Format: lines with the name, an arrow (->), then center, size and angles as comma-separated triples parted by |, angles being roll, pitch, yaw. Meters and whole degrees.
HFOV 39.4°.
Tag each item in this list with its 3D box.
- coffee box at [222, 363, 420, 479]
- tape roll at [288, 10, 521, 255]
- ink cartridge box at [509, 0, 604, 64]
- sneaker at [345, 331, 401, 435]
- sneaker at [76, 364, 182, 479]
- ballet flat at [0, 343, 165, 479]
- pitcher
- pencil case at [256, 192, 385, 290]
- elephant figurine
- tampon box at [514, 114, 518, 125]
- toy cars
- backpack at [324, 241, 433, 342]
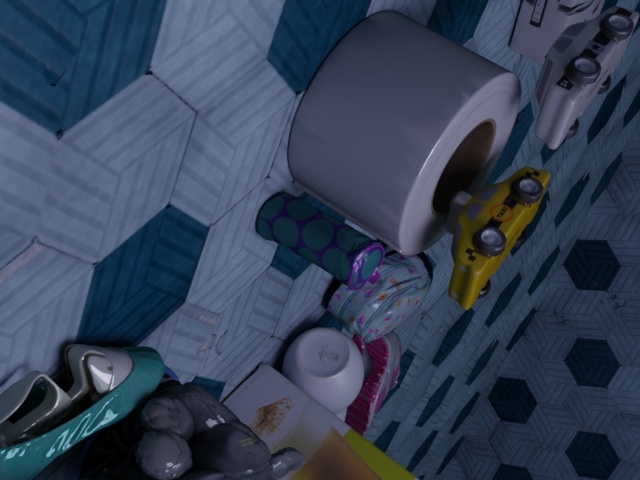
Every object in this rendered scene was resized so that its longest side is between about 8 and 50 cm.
coffee box -> -0.068, 0.459, 1.308 | 0.338, 0.334, 0.338 | -43, 153, -27
tape roll -> 0.102, -0.127, 1.065 | 0.246, 0.169, 0.246 | -45, 155, -27
ink cartridge box -> 0.384, -0.390, 1.381 | 0.148, 0.086, 0.203 | -41, 153, -32
sneaker -> 0.093, 0.269, 1.684 | 0.111, 0.103, 0.252 | -20, 140, -53
sneaker -> -0.217, 0.231, 1.029 | 0.188, 0.078, 0.067 | -58, 160, 7
ballet flat -> -0.245, 0.153, 0.869 | 0.247, 0.083, 0.087 | -37, 137, -43
pitcher -> 0.009, 0.199, 1.418 | 0.207, 0.126, 0.177 | 89, 10, -58
pencil case -> 0.000, 0.000, 1.051 | 0.064, 0.152, 0.070 | -51, 150, -16
elephant figurine -> -0.178, 0.274, 0.960 | 0.239, 0.186, 0.169 | -48, 175, 30
tampon box -> 0.197, -0.164, 1.292 | 0.161, 0.101, 0.120 | -51, 157, -9
toy cars -> 0.238, -0.108, 1.040 | 0.393, 0.087, 0.176 | -62, 162, 8
backpack -> 0.095, 0.084, 1.415 | 0.182, 0.115, 0.152 | -16, 138, -54
